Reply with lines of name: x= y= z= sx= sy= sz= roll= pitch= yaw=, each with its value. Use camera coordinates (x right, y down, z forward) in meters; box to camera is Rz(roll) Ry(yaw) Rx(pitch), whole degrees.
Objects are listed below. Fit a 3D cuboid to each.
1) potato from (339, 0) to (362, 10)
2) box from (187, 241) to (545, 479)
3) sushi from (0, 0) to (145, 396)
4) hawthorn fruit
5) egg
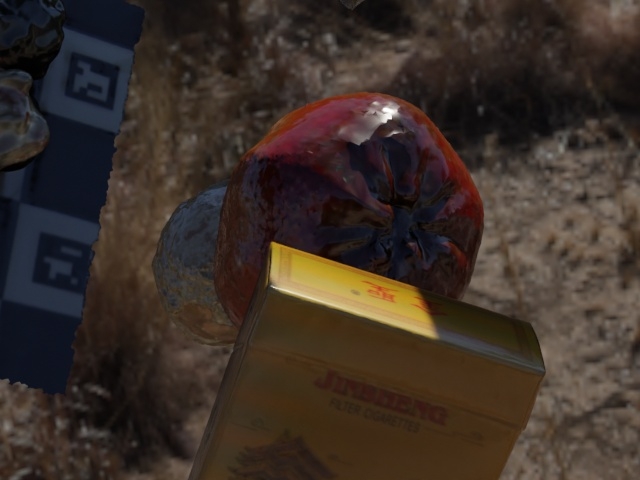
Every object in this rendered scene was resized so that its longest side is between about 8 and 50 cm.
potato: x=0.052 y=-0.350 z=1.835 sx=0.037 sy=0.036 sz=0.093 roll=37 pitch=32 yaw=3
box: x=0.008 y=0.157 z=0.831 sx=0.174 sy=0.274 sz=0.076 roll=17 pitch=20 yaw=-8
sushi: x=-0.279 y=-0.102 z=1.010 sx=0.296 sy=0.373 sz=0.100 roll=19 pitch=-28 yaw=-24
hawthorn fruit: x=0.000 y=0.000 z=1.249 sx=0.254 sy=0.254 sz=0.300 roll=-22 pitch=6 yaw=-34
egg: x=-0.100 y=0.025 z=1.648 sx=0.203 sy=0.203 sz=0.245 roll=3 pitch=34 yaw=30
